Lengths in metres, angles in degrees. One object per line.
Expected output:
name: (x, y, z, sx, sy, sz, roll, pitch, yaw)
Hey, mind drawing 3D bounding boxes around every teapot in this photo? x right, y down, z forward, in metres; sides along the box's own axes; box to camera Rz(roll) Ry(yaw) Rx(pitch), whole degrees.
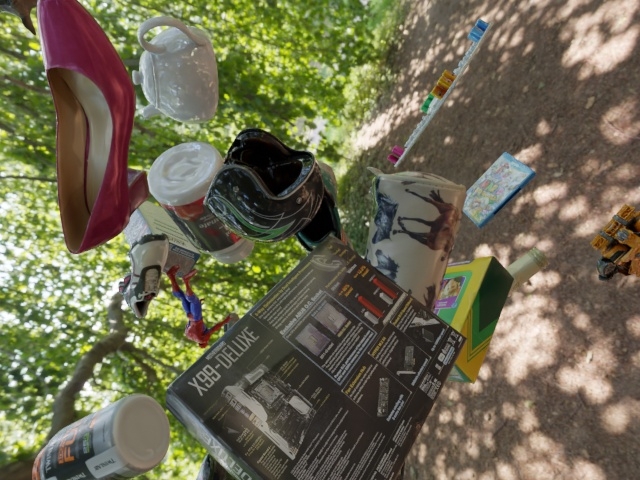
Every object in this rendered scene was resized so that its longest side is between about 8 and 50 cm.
teapot: (-0.375, -0.418, 1.044, 0.252, 0.186, 0.256, 41, 134, 52)

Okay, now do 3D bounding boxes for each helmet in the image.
helmet: (-0.080, -0.076, 0.637, 0.170, 0.161, 0.170, -56, 17, 27)

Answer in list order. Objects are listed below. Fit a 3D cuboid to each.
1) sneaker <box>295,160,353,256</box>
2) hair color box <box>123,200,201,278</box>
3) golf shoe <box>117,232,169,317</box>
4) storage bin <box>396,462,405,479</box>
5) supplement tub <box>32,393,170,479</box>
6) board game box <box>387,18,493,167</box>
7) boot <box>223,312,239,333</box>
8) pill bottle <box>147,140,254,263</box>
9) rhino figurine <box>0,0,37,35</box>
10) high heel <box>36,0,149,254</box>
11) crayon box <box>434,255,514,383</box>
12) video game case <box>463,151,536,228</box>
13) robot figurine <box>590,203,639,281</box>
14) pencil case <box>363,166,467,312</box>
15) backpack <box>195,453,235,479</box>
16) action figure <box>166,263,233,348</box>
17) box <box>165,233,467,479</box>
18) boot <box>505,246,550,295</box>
sneaker: (0.000, 0.000, 0.831, 0.121, 0.107, 0.303, -76, -24, -53)
hair color box: (-0.546, -0.019, 1.372, 0.105, 0.173, 0.347, -56, 43, 5)
golf shoe: (-0.459, 0.092, 1.109, 0.120, 0.105, 0.273, 56, 131, 27)
storage bin: (0.187, 0.687, 1.341, 0.180, 0.084, 0.122, 10, 95, 62)
supplement tub: (-0.344, 0.329, 0.646, 0.190, 0.117, 0.117, -29, 24, 14)
board game box: (0.387, -0.482, 1.374, 0.390, 0.050, 0.390, -56, -1, -30)
boot: (-0.241, 0.339, 1.419, 0.083, 0.161, 0.247, 53, -163, -49)
pill bottle: (-0.275, -0.075, 1.034, 0.319, 0.176, 0.177, 71, -156, -55)
rhino figurine: (-0.330, -0.324, 0.457, 0.073, 0.106, 0.244, 144, 142, -70)
high heel: (-0.247, -0.105, 0.413, 0.117, 0.082, 0.244, -66, -12, -47)
crayon box: (0.303, 0.215, 1.137, 0.362, 0.106, 0.313, -21, 30, 57)
video game case: (0.409, -0.120, 0.975, 0.166, 0.015, 0.119, -49, 29, 20)
robot figurine: (0.700, 0.002, 0.907, 0.211, 0.290, 0.085, -61, 41, 23)
pencil case: (0.141, 0.069, 0.797, 0.183, 0.159, 0.411, 26, 111, 43)
backpack: (-0.171, 0.466, 0.740, 0.115, 0.151, 0.182, -61, 26, 11)
action figure: (-0.334, 0.180, 1.168, 0.139, 0.091, 0.281, -45, -38, -50)
box: (0.012, 0.162, 0.510, 0.307, 0.242, 0.077, -44, -14, -39)
boot: (0.786, 0.121, 1.618, 0.203, 0.095, 0.262, -42, -22, 12)
